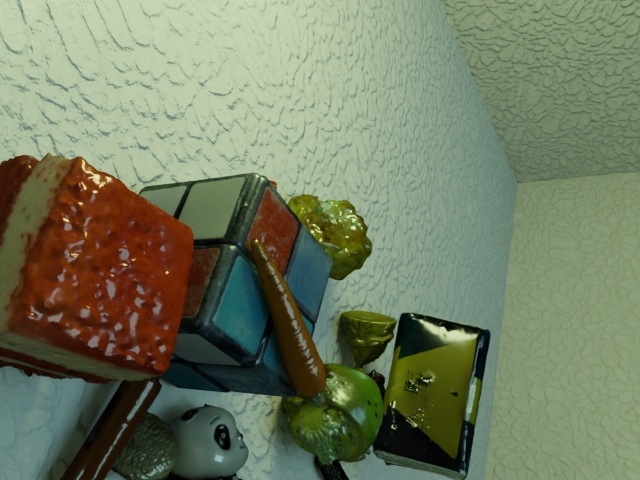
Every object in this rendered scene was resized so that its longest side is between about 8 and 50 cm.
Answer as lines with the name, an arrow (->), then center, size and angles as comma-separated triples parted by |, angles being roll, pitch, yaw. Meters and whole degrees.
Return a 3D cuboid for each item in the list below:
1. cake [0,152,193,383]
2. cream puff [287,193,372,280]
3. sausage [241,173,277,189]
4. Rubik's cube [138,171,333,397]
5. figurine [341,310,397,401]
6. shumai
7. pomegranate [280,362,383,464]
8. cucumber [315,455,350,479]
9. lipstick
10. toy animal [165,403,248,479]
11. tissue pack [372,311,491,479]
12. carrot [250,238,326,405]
cake -> -0.372, 0.053, 0.888 | 0.269, 0.319, 0.270 | 37, 57, -49
cream puff -> 0.000, -0.001, 1.651 | 0.281, 0.185, 0.282 | 23, 38, -19
sausage -> -0.158, -0.142, 1.521 | 0.129, 0.034, 0.034 | 9, 80, -57
Rubik's cube -> -0.200, 0.093, 1.165 | 0.318, 0.313, 0.316 | 50, 48, -45
figurine -> 0.132, 0.382, 1.842 | 0.168, 0.187, 0.315 | 3, 93, -37
shumai -> -0.334, 0.399, 1.130 | 0.145, 0.145, 0.116 | -47, 166, -49
pomegranate -> 0.042, 0.457, 1.578 | 0.260, 0.260, 0.341 | -62, 142, -40
cucumber -> 0.048, 0.679, 1.747 | 0.067, 0.067, 0.245 | -57, 135, -43
lipstick -> -0.388, 0.385, 1.016 | 0.077, 0.077, 0.418 | 55, 52, -40
toy animal -> -0.231, 0.449, 1.221 | 0.187, 0.165, 0.235 | 54, 40, -73
tissue pack -> 0.320, 0.448, 1.759 | 0.253, 0.264, 0.417 | 68, 36, -63
carrot -> -0.056, 0.146, 1.053 | 0.069, 0.069, 0.336 | -43, 118, -51
